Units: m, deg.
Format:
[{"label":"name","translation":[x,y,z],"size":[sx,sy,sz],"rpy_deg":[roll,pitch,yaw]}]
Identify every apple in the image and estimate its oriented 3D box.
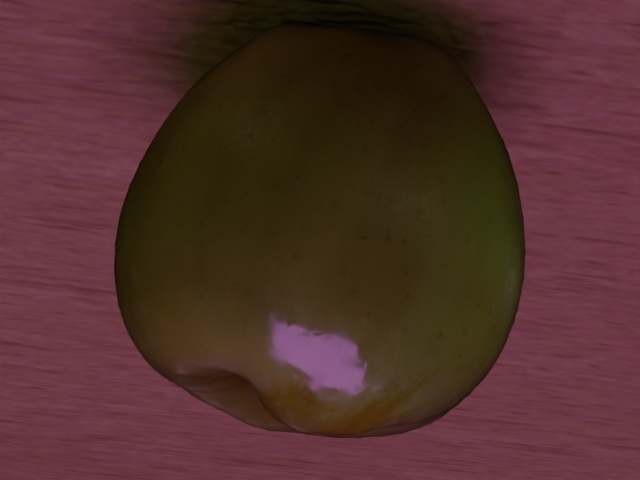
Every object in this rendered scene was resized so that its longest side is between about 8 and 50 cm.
[{"label":"apple","translation":[0.000,0.000,0.668],"size":[0.200,0.200,0.200],"rpy_deg":[3,153,2]}]
